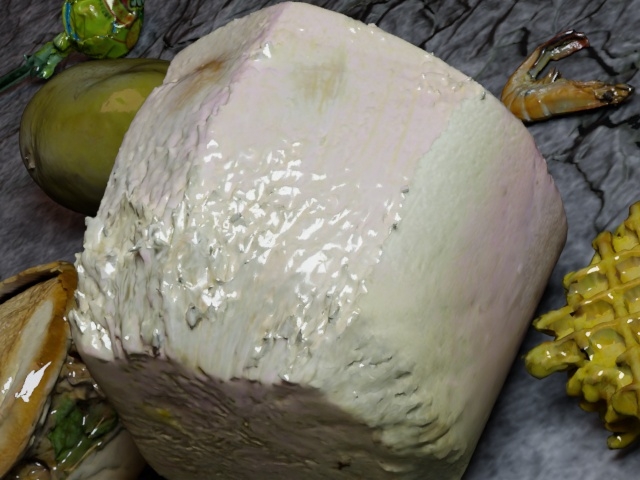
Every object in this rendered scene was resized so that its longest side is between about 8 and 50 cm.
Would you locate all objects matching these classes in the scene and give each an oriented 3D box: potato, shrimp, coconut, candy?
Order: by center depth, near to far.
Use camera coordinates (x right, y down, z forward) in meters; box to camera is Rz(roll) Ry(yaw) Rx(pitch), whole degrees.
[{"bbox_3d":[0.000,0.000,1.076,0.297,0.297,0.309,-5,50,37],"label":"coconut"},{"bbox_3d":[0.190,-0.123,1.253,0.127,0.025,0.091,8,55,48],"label":"shrimp"},{"bbox_3d":[-0.166,-0.091,1.428,0.200,0.137,0.154,14,60,48],"label":"potato"},{"bbox_3d":[-0.285,-0.182,1.696,0.262,0.073,0.077,-27,65,27],"label":"candy"}]

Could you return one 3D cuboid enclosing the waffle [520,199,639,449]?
[{"bbox_3d":[0.236,0.044,1.007,0.197,0.070,0.193,5,55,40],"label":"waffle"}]

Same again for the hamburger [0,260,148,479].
[{"bbox_3d":[-0.219,0.122,1.252,0.286,0.146,0.243,-43,30,5],"label":"hamburger"}]
